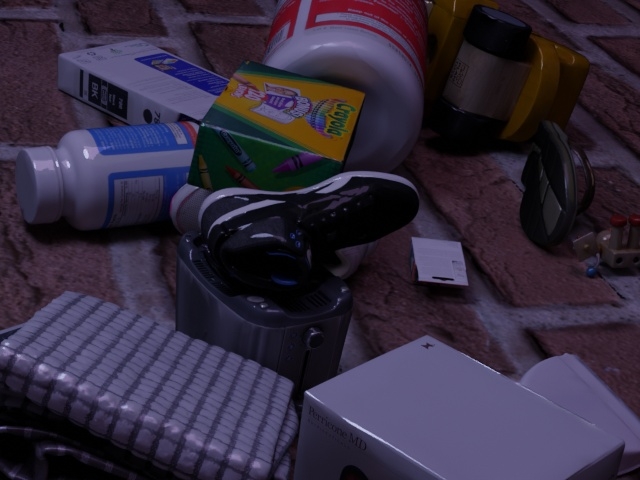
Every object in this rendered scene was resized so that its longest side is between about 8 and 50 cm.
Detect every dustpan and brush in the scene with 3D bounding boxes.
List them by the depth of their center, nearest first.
[{"bbox_3d":[0.204,0.187,1.279,0.211,0.060,0.147,-5,40,-37],"label":"dustpan and brush"}]

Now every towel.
[{"bbox_3d":[-0.142,0.153,1.075,0.235,0.121,0.284,24,9,-3],"label":"towel"}]

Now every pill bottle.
[{"bbox_3d":[-0.250,-0.077,1.616,0.221,0.124,0.124,-6,29,-28],"label":"pill bottle"},{"bbox_3d":[0.039,-0.276,1.907,0.229,0.229,0.408,8,37,1],"label":"pill bottle"}]

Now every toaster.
[{"bbox_3d":[-0.068,0.079,1.311,0.129,0.146,0.227,-10,31,-33],"label":"toaster"}]

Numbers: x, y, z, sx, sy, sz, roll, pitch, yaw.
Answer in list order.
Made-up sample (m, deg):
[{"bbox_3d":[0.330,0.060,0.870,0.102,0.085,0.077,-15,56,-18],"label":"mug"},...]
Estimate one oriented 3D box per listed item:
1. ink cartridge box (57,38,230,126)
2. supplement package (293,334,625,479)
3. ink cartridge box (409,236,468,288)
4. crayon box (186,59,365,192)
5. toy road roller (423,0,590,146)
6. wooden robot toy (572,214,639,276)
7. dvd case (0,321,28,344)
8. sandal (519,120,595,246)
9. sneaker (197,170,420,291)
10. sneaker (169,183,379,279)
[{"bbox_3d":[-0.228,-0.216,1.983,0.332,0.065,0.165,27,31,38],"label":"ink cartridge box"},{"bbox_3d":[0.092,0.216,1.003,0.194,0.203,0.149,27,32,36],"label":"supplement package"},{"bbox_3d":[0.141,0.035,1.595,0.063,0.029,0.115,6,27,-3],"label":"ink cartridge box"},{"bbox_3d":[-0.046,-0.125,1.594,0.165,0.081,0.278,16,23,1],"label":"crayon box"},{"bbox_3d":[0.262,-0.269,2.081,0.240,0.202,0.329,10,22,-29],"label":"toy road roller"},{"bbox_3d":[0.382,-0.001,1.692,0.173,0.076,0.079,-1,16,-17],"label":"wooden robot toy"},{"bbox_3d":[-0.270,0.136,1.278,0.179,0.029,0.238,27,32,37],"label":"dvd case"},{"bbox_3d":[0.329,-0.085,1.802,0.086,0.120,0.303,21,25,-2],"label":"sandal"},{"bbox_3d":[0.000,0.000,1.248,0.217,0.079,0.121,-7,32,-10],"label":"sneaker"},{"bbox_3d":[-0.058,-0.015,1.563,0.252,0.103,0.111,9,24,5],"label":"sneaker"}]
